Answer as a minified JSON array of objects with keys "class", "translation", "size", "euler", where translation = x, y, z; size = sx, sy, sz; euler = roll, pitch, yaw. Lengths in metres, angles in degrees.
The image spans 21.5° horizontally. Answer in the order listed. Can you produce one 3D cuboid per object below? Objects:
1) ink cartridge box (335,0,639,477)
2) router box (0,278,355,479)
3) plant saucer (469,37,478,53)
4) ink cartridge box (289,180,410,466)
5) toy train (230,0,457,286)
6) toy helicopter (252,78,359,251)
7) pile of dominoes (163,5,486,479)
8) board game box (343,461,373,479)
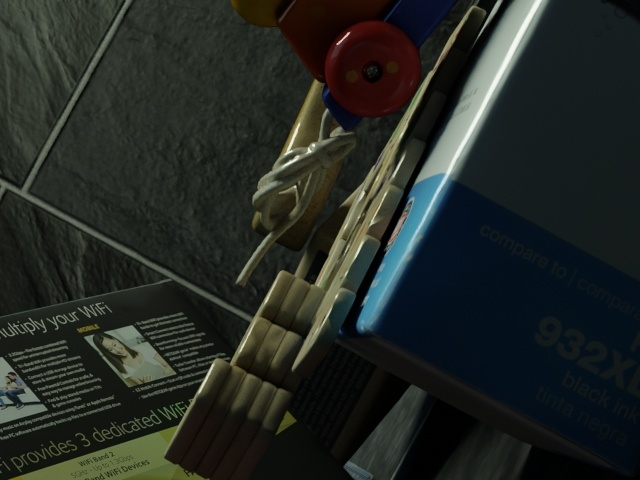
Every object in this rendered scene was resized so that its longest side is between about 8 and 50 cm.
[{"class":"ink cartridge box","translation":[0.132,-0.064,0.766],"size":[0.307,0.129,0.223],"euler":[-62,1,-5]},{"class":"router box","translation":[-0.124,0.149,0.874],"size":[0.309,0.243,0.081],"euler":[-11,-40,-50]},{"class":"plant saucer","translation":[0.224,-0.249,1.076],"size":[0.400,0.100,0.400],"euler":[-61,-2,-4]},{"class":"ink cartridge box","translation":[0.050,0.028,1.147],"size":[0.235,0.088,0.193],"euler":[-45,-14,-50]},{"class":"toy train","translation":[-0.017,-0.112,0.770],"size":[0.248,0.143,0.105],"euler":[-50,6,13]},{"class":"toy helicopter","translation":[0.047,-0.153,0.950],"size":[0.235,0.140,0.355],"euler":[-92,25,-76]},{"class":"pile of dominoes","translation":[0.000,0.000,0.807],"size":[0.251,0.040,0.196],"euler":[-64,2,-39]},{"class":"board game box","translation":[-0.035,0.252,1.312],"size":[0.194,0.060,0.194],"euler":[-59,3,46]}]
